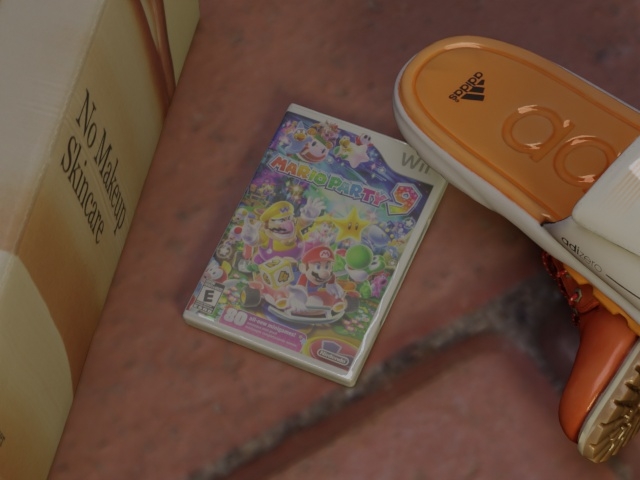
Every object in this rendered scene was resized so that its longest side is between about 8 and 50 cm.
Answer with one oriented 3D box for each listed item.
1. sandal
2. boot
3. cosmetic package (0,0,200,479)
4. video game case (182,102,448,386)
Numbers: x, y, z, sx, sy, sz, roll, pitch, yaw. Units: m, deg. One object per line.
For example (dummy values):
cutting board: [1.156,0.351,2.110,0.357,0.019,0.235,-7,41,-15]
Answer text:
sandal: [0.129,-0.031,0.745,0.265,0.076,0.102,32,65,30]
boot: [0.125,0.023,0.788,0.084,0.059,0.158,18,60,18]
cosmetic package: [-0.159,-0.025,0.790,0.129,0.153,0.296,11,68,10]
video game case: [0.000,0.000,0.835,0.087,0.011,0.122,20,68,15]
